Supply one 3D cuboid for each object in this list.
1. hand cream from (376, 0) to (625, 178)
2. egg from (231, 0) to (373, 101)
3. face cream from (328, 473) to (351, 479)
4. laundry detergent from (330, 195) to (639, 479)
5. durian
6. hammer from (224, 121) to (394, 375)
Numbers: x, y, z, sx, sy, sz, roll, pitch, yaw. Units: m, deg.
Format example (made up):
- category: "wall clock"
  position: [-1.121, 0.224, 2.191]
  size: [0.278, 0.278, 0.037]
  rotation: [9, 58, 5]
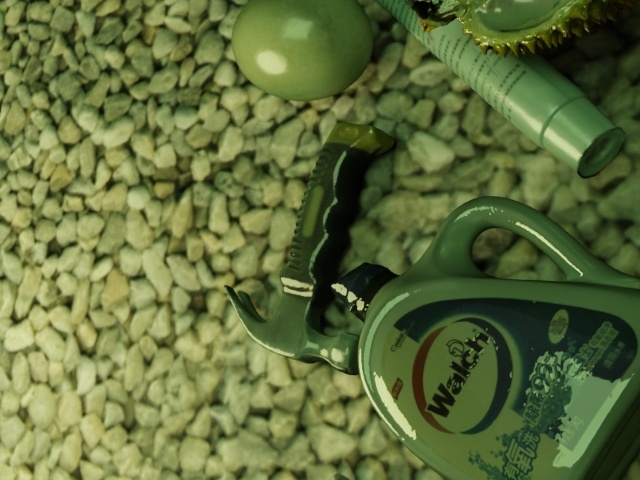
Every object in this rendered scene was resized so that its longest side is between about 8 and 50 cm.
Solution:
- category: "hand cream"
  position: [0.129, -0.173, 0.933]
  size: [0.058, 0.085, 0.331]
  rotation: [-29, 56, -22]
- category: "egg"
  position: [-0.020, -0.190, 1.010]
  size: [0.152, 0.114, 0.114]
  rotation: [6, 80, 37]
- category: "face cream"
  position: [-0.016, 0.261, 0.931]
  size: [0.130, 0.034, 0.034]
  rotation: [-50, 56, 11]
- category: "laundry detergent"
  position: [0.129, 0.076, 0.841]
  size: [0.280, 0.105, 0.215]
  rotation: [35, 95, 36]
- category: "durian"
  position: [0.192, -0.233, 0.865]
  size: [0.237, 0.137, 0.194]
  rotation: [-32, 64, 20]
- category: "hammer"
  position: [0.000, 0.000, 0.990]
  size: [0.158, 0.041, 0.227]
  rotation: [16, 87, 34]
